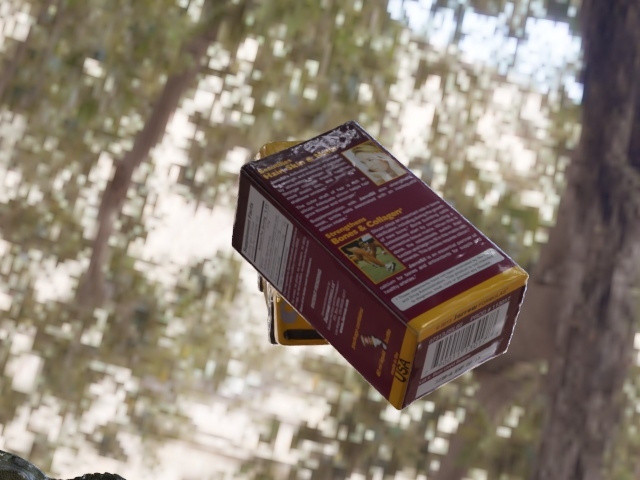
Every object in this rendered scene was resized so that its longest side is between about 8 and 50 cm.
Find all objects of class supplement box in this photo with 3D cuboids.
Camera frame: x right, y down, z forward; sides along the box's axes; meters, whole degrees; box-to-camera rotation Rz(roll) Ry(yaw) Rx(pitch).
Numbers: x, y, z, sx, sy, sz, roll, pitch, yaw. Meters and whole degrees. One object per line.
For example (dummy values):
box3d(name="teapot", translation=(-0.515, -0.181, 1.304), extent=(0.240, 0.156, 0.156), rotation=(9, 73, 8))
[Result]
box3d(name="supplement box", translation=(0.037, 0.013, 1.254), extent=(0.188, 0.104, 0.080), rotation=(43, -38, 30))

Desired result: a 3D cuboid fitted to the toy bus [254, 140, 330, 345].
box3d(name="toy bus", translation=(0.000, 0.000, 1.660), extent=(0.108, 0.130, 0.332), rotation=(0, 13, -5))

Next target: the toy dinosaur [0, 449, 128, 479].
box3d(name="toy dinosaur", translation=(-0.205, 0.139, 0.864), extent=(0.268, 0.118, 0.064), rotation=(17, 5, -6))
